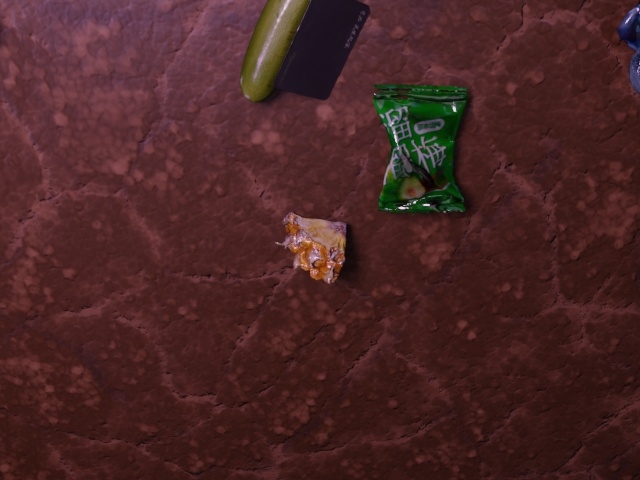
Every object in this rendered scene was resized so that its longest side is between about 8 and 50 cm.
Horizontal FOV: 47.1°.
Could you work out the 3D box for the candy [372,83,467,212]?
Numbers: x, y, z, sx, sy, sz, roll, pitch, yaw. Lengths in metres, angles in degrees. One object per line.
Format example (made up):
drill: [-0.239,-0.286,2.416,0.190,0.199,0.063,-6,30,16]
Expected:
candy: [0.152,-0.142,1.147,0.141,0.078,0.203,-5,106,-13]

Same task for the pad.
pad: [0.003,-0.282,1.071,0.112,0.003,0.157,3,123,-44]

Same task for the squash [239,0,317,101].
squash: [-0.053,-0.313,1.050,0.066,0.066,0.252,24,113,-14]

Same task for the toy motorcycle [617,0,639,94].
toy motorcycle: [0.571,-0.284,1.068,0.260,0.154,0.206,9,93,-16]

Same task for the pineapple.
pineapple: [0.000,0.000,1.206,0.137,0.116,0.069,47,139,19]
